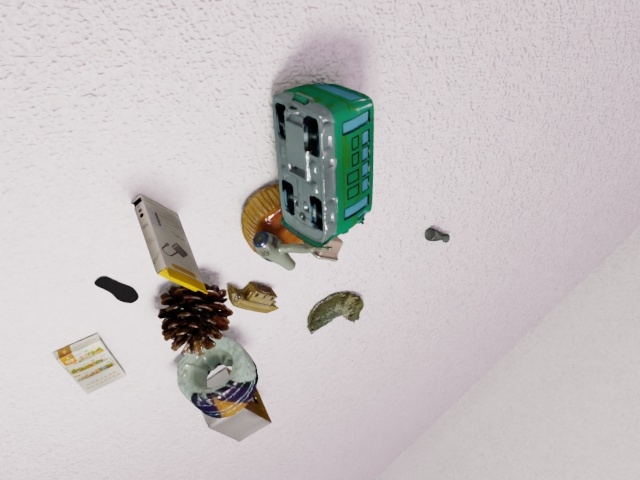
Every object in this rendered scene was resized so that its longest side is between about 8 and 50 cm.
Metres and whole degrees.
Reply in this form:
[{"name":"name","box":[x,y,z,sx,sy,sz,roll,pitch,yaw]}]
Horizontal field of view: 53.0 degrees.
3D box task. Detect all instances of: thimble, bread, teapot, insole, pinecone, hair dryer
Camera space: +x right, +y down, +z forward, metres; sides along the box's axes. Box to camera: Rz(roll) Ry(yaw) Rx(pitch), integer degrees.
[{"name":"thimble","box":[-0.313,0.407,1.934,0.237,0.237,0.150,-30,141,-4]},{"name":"bread","box":[-0.106,-0.046,1.637,0.199,0.104,0.199,-21,143,-17]},{"name":"teapot","box":[0.389,-0.014,2.122,0.111,0.042,0.043,9,128,-49]},{"name":"insole","box":[-0.510,0.125,1.615,0.053,0.002,0.153,-37,145,7]},{"name":"pinecone","box":[-0.332,0.210,1.696,0.208,0.207,0.207,-21,143,-17]},{"name":"hair dryer","box":[-0.054,0.033,1.570,0.199,0.067,0.167,6,159,15]}]

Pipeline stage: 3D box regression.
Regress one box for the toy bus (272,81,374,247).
[{"name":"toy bus","box":[0.015,-0.179,1.448,0.199,0.184,0.343,-27,131,-32]}]

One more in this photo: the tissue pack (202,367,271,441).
[{"name":"tissue pack","box":[-0.296,0.562,2.179,0.136,0.159,0.246,-33,146,3]}]

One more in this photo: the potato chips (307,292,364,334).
[{"name":"potato chips","box":[0.056,0.245,2.182,0.220,0.029,0.202,-7,135,-29]}]

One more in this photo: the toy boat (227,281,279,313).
[{"name":"toy boat","box":[-0.193,0.163,1.864,0.201,0.057,0.077,20,115,-48]}]

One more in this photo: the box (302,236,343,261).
[{"name":"box","box":[0.000,0.000,1.767,0.089,0.122,0.062,10,116,-44]}]

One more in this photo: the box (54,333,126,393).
[{"name":"box","box":[-0.627,0.342,1.762,0.122,0.032,0.220,-24,145,-12]}]

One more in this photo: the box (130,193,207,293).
[{"name":"box","box":[-0.332,0.013,1.407,0.033,0.247,0.129,-38,144,12]}]
